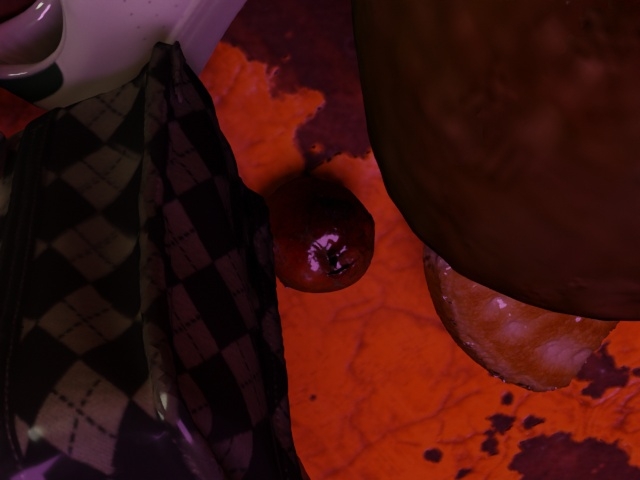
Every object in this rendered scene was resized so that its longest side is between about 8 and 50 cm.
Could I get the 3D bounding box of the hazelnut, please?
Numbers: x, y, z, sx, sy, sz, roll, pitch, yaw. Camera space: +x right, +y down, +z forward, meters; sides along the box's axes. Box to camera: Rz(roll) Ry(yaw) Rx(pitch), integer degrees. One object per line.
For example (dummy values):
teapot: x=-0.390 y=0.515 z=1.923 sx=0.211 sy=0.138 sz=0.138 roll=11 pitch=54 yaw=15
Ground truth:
hazelnut: x=0.205 y=-0.156 z=0.836 sx=0.421 sy=0.353 sz=0.421 roll=-41 pitch=148 yaw=-33

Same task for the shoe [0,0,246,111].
shoe: x=-0.087 y=-0.161 z=0.903 sx=0.110 sy=0.095 sz=0.265 roll=15 pitch=123 yaw=-23

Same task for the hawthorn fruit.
hawthorn fruit: x=-0.001 y=-0.003 z=1.054 sx=0.077 sy=0.077 sz=0.077 roll=-7 pitch=127 yaw=-9

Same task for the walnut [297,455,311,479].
walnut: x=-0.139 y=0.243 z=1.022 sx=0.381 sy=0.381 sz=0.381 roll=-7 pitch=127 yaw=-9

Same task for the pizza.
pizza: x=0.162 y=0.001 z=1.111 sx=0.199 sy=0.062 sz=0.188 roll=-34 pitch=139 yaw=3

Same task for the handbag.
handbag: x=-0.227 y=0.079 z=0.846 sx=0.416 sy=0.317 sz=0.180 roll=-20 pitch=130 yaw=9
